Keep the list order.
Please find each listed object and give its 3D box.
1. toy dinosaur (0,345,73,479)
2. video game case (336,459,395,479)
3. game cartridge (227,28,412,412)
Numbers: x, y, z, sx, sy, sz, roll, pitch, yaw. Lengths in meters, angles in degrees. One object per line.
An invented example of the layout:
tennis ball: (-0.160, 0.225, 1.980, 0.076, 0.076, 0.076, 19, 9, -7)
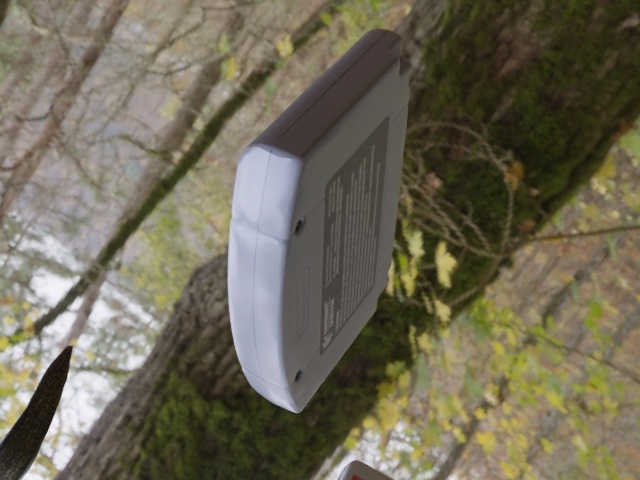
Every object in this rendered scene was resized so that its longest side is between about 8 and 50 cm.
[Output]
toy dinosaur: (-0.207, 0.153, 0.343, 0.121, 0.313, 0.160, 30, 166, 24)
video game case: (0.098, 0.272, 0.489, 0.285, 0.204, 0.025, 28, 151, 2)
game cartridge: (0.000, 0.000, 0.749, 0.060, 0.196, 0.294, 21, 138, 18)
